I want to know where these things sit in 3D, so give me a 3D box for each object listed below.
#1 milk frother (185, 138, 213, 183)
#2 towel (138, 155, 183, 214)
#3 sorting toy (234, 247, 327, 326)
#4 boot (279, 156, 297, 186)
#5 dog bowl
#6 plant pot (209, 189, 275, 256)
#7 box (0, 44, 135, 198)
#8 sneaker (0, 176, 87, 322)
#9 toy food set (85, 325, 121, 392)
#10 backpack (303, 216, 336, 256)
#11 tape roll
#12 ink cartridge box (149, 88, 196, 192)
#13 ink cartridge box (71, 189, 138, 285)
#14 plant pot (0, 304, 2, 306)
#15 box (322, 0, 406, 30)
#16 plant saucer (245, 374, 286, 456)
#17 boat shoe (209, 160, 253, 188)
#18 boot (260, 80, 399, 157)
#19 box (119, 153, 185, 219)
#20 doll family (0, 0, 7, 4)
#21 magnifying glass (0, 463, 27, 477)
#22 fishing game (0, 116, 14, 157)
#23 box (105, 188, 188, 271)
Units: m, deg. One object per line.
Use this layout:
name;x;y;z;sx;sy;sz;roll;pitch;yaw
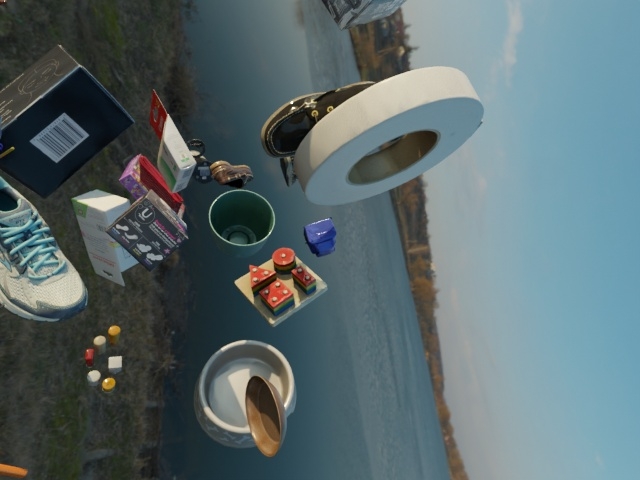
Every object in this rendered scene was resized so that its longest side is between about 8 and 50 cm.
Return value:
milk frother;-0.443;-0.294;1.485;0.129;0.135;0.143;11;109;-40
towel;-0.572;-0.177;1.480;0.199;0.031;0.275;51;-23;-8
sorting toy;-0.152;0.148;1.558;0.255;0.257;0.089;39;-31;34
boot;-0.044;-0.260;1.418;0.236;0.179;0.085;106;-36;-81
dog bowl;-0.245;0.492;1.391;0.102;0.349;0.348;105;-13;-49
plant pot;-0.378;-0.050;1.970;0.235;0.293;0.293;118;-28;-57
box;-1.102;-0.502;1.715;0.472;0.480;0.297;40;-10;40
sneaker;-0.474;0.008;0.656;0.283;0.122;0.110;43;42;10
toy food set;-0.763;0.430;1.474;0.104;0.111;0.232;-58;-140;46
backpack;0.000;0.000;1.293;0.120;0.098;0.101;93;-18;-72
tape roll;0.136;-0.192;0.853;0.072;0.392;0.392;67;9;13
ink cartridge box;-0.426;-0.261;1.139;0.224;0.056;0.181;59;-29;-1
ink cartridge box;-0.853;-0.009;1.704;0.119;0.207;0.353;-41;140;-49
plant pot;-0.925;0.044;1.167;0.243;0.275;0.275;49;18;-10
box;0.025;-0.534;0.725;0.307;0.076;0.242;53;42;-11
plant saucer;-0.136;0.441;1.066;0.036;0.199;0.198;-2;78;-35
boat shoe;-0.265;-0.191;1.291;0.073;0.073;0.207;58;20;7
boot;0.061;-0.295;1.015;0.284;0.377;0.138;33;-37;60
box;-0.678;-0.189;1.716;0.293;0.057;0.201;57;10;-34
doll family;-0.817;-0.547;0.927;0.111;0.193;0.076;-10;-109;62
magnifying glass;-0.974;0.651;1.211;0.231;0.092;0.026;41;18;-34
fishing game;-0.970;-0.346;1.165;0.264;0.189;0.041;58;17;-16
box;-0.485;-0.037;1.204;0.163;0.142;0.247;49;-6;-20
